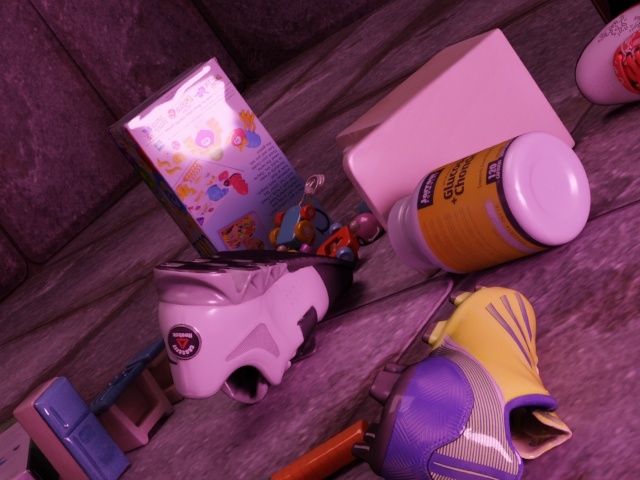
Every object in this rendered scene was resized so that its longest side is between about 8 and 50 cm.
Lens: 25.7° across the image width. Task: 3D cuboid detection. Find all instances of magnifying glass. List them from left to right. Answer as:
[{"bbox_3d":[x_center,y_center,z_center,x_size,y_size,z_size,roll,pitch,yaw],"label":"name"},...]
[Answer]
[{"bbox_3d":[-0.056,0.210,1.116,0.231,0.026,0.092,-32,12,14],"label":"magnifying glass"}]

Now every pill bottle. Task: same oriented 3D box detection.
[{"bbox_3d":[0.147,-0.027,1.277,0.184,0.103,0.103,-21,19,50],"label":"pill bottle"}]

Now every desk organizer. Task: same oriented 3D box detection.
[{"bbox_3d":[0.424,-0.341,1.851,0.130,0.047,0.050,-37,15,-5],"label":"desk organizer"}]

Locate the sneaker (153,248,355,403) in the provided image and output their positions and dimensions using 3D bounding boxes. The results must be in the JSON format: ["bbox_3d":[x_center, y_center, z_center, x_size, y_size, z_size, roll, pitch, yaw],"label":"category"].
[{"bbox_3d":[-0.066,0.084,1.416,0.122,0.146,0.330,3,6,27],"label":"sneaker"}]

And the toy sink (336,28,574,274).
[{"bbox_3d":[0.118,-0.085,1.465,0.234,0.153,0.131,-42,13,-22],"label":"toy sink"}]

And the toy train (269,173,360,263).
[{"bbox_3d":[0.000,0.000,1.656,0.125,0.046,0.166,-44,33,16],"label":"toy train"}]

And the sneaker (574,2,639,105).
[{"bbox_3d":[0.344,-0.185,1.369,0.270,0.090,0.145,-23,15,38],"label":"sneaker"}]

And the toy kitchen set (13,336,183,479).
[{"bbox_3d":[-0.182,0.145,1.473,0.166,0.122,0.207,-27,15,36],"label":"toy kitchen set"}]

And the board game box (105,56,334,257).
[{"bbox_3d":[-0.123,-0.073,1.773,0.144,0.275,0.142,-39,12,-14],"label":"board game box"}]

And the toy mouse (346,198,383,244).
[{"bbox_3d":[0.066,-0.034,1.694,0.143,0.031,0.161,-25,16,41],"label":"toy mouse"}]

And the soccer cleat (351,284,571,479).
[{"bbox_3d":[0.114,0.106,0.947,0.289,0.121,0.093,-32,-40,-67],"label":"soccer cleat"}]

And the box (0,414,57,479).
[{"bbox_3d":[-0.414,0.308,1.647,0.232,0.058,0.322,-36,13,-2],"label":"box"}]
